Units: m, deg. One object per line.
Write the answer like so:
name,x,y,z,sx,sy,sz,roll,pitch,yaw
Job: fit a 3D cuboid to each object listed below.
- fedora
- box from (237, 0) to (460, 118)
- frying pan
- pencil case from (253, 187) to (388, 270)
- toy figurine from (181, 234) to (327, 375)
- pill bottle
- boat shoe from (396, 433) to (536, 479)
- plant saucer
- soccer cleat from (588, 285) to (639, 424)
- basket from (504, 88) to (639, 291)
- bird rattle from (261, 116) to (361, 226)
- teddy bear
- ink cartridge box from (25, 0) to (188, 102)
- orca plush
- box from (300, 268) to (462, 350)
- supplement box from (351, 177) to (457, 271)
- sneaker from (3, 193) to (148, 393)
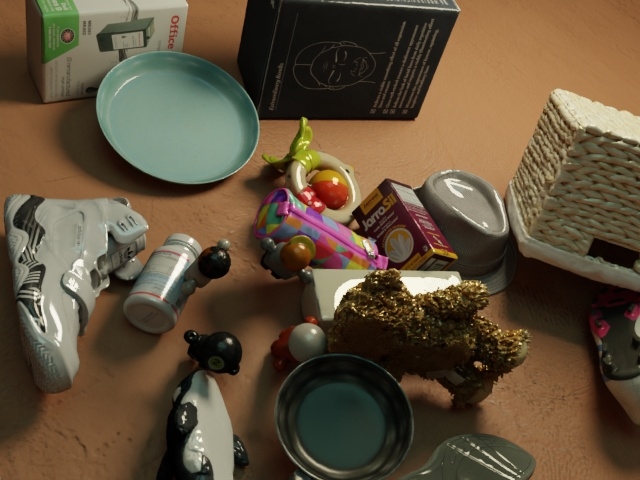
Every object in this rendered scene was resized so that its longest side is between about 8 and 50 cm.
fedora,0.277,-0.037,1.481,0.244,0.124,0.275,-12,53,-26
box,0.047,-0.439,1.662,0.395,0.293,0.212,-3,49,-21
frying pan,0.019,0.303,1.041,0.197,0.053,0.326,15,54,0
pencil case,0.000,0.000,1.310,0.236,0.104,0.104,27,38,-33
toy figurine,-0.103,0.098,1.167,0.213,0.148,0.209,-1,82,-21
pill bottle,-0.248,0.066,1.242,0.087,0.087,0.160,19,45,0
boat shoe,0.190,0.371,1.098,0.118,0.103,0.320,30,32,36
plant saucer,-0.278,-0.235,1.504,0.317,0.044,0.317,11,58,-18
soccer cleat,0.555,0.197,1.382,0.143,0.116,0.331,64,28,-16
basket,0.560,-0.097,1.472,0.328,0.266,0.331,18,23,0
bird rattle,-0.007,-0.100,1.455,0.207,0.143,0.253,14,46,-28
teddy bear,0.167,0.151,1.195,0.338,0.245,0.113,10,39,-12
ink cartridge box,-0.426,-0.408,1.536,0.289,0.211,0.121,-15,56,-29
orca plush,-0.170,0.323,1.057,0.151,0.102,0.287,31,31,-61
box,0.112,0.119,1.305,0.275,0.094,0.113,2,47,-15
supplement box,0.152,-0.010,1.413,0.081,0.104,0.188,14,39,-47
sneaker,-0.360,0.057,1.178,0.210,0.137,0.366,-9,48,-21
